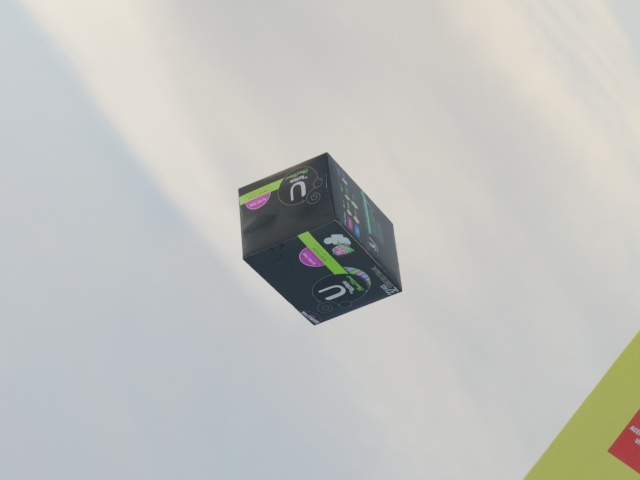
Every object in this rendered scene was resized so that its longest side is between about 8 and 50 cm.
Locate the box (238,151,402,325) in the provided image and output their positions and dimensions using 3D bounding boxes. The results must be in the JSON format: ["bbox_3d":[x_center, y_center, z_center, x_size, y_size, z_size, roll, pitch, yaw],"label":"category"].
[{"bbox_3d":[0.000,0.000,0.899,0.083,0.062,0.052,44,-150,-46],"label":"box"}]

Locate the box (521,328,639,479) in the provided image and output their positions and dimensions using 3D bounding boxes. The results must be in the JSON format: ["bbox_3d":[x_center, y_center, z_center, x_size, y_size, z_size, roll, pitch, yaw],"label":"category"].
[{"bbox_3d":[0.152,0.109,0.756,0.058,0.232,0.087,36,170,31],"label":"box"}]
